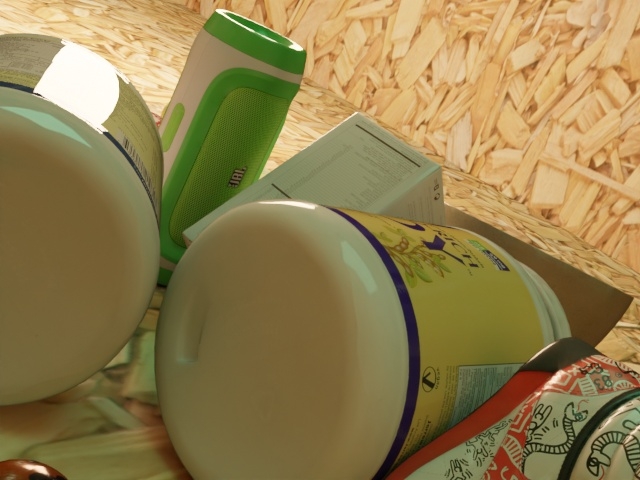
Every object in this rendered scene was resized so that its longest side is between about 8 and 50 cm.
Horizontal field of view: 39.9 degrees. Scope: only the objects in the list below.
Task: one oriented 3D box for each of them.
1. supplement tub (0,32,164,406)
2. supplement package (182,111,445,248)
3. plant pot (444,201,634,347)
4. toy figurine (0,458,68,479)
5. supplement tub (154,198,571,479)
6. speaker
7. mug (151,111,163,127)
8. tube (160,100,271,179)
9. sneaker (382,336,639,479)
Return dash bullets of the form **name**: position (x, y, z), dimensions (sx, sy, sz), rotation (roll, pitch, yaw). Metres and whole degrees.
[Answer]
- **supplement tub**: position (-0.249, -0.040, 0.726), dimensions (0.235, 0.235, 0.325), rotation (22, 17, -17)
- **supplement package**: position (0.000, 0.000, 0.944), dimensions (0.139, 0.244, 0.134), rotation (39, -24, 36)
- **plant pot**: position (0.213, 0.087, 1.098), dimensions (0.284, 0.191, 0.284), rotation (26, 6, -3)
- **toy figurine**: position (-0.158, 0.170, 0.264), dimensions (0.148, 0.213, 0.209), rotation (13, 13, -4)
- **supplement tub**: position (0.053, 0.098, 0.759), dimensions (0.331, 0.241, 0.241), rotation (7, 25, -50)
- **speaker**: position (-0.125, -0.098, 0.984), dimensions (0.131, 0.296, 0.131), rotation (24, 16, -8)
- **mug**: position (-0.224, -0.099, 1.238), dimensions (0.113, 0.150, 0.169), rotation (-23, 35, -20)
- **tube**: position (-0.180, -0.165, 1.557), dimensions (0.240, 0.062, 0.070), rotation (37, 62, 16)
- **sneaker**: position (0.134, 0.188, 0.580), dimensions (0.145, 0.270, 0.090), rotation (36, -19, 50)
